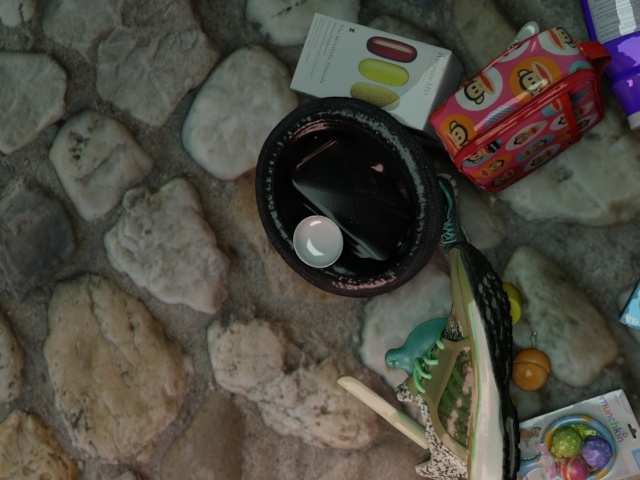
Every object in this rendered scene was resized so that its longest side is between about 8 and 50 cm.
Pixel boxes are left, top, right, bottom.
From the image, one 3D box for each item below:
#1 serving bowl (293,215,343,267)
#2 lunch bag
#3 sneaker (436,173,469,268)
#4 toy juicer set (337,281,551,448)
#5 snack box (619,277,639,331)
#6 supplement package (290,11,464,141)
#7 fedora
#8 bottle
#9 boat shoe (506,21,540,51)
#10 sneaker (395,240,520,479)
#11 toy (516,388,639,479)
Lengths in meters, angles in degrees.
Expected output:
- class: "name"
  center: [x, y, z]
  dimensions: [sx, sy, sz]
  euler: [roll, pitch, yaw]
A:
- class: "serving bowl"
  center: [0.000, 0.000, 1.187]
  dimensions: [0.083, 0.027, 0.083]
  euler: [3, 100, 19]
- class: "lunch bag"
  center: [0.308, -0.192, 1.097]
  dimensions: [0.258, 0.293, 0.120]
  euler: [-35, 73, 17]
- class: "sneaker"
  center: [0.204, -0.031, 1.244]
  dimensions: [0.065, 0.076, 0.166]
  euler: [-15, 84, 20]
- class: "toy juicer set"
  center: [0.221, 0.227, 1.237]
  dimensions: [0.329, 0.089, 0.209]
  euler: [-31, 97, 14]
- class: "snack box"
  center: [0.632, 0.111, 1.090]
  dimensions: [0.322, 0.060, 0.187]
  euler: [27, 98, 19]
- class: "supplement package"
  center: [0.098, -0.273, 1.258]
  dimensions: [0.244, 0.134, 0.139]
  euler: [21, 96, 19]
- class: "fedora"
  center: [0.058, -0.075, 1.251]
  dimensions: [0.334, 0.152, 0.334]
  euler: [3, 100, 19]
- class: "bottle"
  center: [0.475, -0.313, 1.142]
  dimensions: [0.118, 0.092, 0.283]
  euler: [-15, 84, 20]
- class: "boat shoe"
  center: [0.326, -0.316, 1.227]
  dimensions: [0.035, 0.035, 0.100]
  euler: [37, 101, 17]
- class: "sneaker"
  center: [0.192, 0.207, 1.126]
  dimensions: [0.182, 0.158, 0.410]
  euler: [-2, 99, 24]
- class: "toy"
  center: [0.386, 0.341, 1.172]
  dimensions: [0.237, 0.056, 0.137]
  euler: [-24, 92, 21]
